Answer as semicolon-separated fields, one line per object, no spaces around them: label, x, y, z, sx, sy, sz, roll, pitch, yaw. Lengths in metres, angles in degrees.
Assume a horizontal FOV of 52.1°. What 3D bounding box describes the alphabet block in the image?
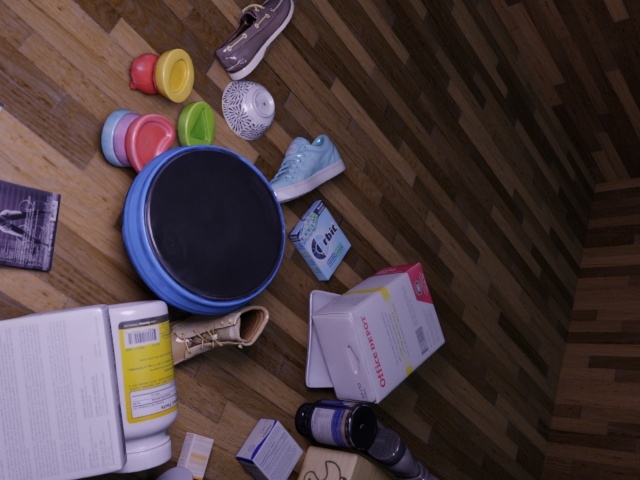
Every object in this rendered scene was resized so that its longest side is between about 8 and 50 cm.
alphabet block;0.055;0.706;1.813;0.193;0.192;0.197;44;55;-36

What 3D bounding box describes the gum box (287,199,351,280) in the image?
gum box;0.000;0.000;1.952;0.184;0.041;0.157;56;50;-25

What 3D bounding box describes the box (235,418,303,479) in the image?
box;-0.133;0.560;1.716;0.137;0.072;0.126;57;49;-26

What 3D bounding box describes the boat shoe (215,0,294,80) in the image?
boat shoe;-0.178;-0.583;1.790;0.097;0.116;0.325;48;59;-35

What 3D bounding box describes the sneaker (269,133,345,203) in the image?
sneaker;-0.073;-0.205;1.853;0.366;0.135;0.150;-37;104;-52

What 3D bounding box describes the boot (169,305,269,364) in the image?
boot;-0.264;0.226;1.524;0.262;0.203;0.095;-28;106;-45

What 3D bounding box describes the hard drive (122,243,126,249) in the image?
hard drive;-0.314;0.023;1.538;0.254;0.054;0.172;39;89;-22

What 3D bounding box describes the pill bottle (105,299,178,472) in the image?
pill bottle;-0.402;0.301;1.381;0.187;0.187;0.334;-4;88;-47

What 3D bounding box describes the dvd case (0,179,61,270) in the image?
dvd case;-0.622;-0.034;1.288;0.221;0.018;0.165;16;76;-55

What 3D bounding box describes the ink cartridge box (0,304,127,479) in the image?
ink cartridge box;-0.574;0.298;1.211;0.384;0.091;0.309;-7;90;-10

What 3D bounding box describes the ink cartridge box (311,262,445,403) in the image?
ink cartridge box;0.179;0.267;1.955;0.384;0.160;0.280;-27;104;-46

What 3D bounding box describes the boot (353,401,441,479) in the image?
boot;0.182;0.603;1.859;0.118;0.338;0.223;-46;113;-9

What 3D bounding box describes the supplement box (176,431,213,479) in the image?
supplement box;-0.302;0.517;1.568;0.062;0.036;0.099;33;62;-39

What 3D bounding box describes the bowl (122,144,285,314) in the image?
bowl;-0.245;-0.032;1.473;0.390;0.077;0.392;12;70;-37

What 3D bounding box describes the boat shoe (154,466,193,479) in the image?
boat shoe;-0.390;0.605;1.431;0.267;0.096;0.088;-31;129;-44

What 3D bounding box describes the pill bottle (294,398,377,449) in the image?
pill bottle;0.037;0.500;1.796;0.122;0.219;0.123;7;80;-45

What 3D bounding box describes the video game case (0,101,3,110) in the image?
video game case;-0.757;-0.213;1.185;0.274;0.035;0.249;31;63;-39

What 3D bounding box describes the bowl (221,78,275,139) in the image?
bowl;-0.178;-0.365;1.784;0.170;0.080;0.170;9;77;-46

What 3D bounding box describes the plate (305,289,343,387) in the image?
plate;0.049;0.301;1.962;0.277;0.045;0.278;14;75;-45

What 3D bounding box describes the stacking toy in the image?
stacking toy;-0.391;-0.271;1.565;0.280;0.130;0.309;61;44;-58
